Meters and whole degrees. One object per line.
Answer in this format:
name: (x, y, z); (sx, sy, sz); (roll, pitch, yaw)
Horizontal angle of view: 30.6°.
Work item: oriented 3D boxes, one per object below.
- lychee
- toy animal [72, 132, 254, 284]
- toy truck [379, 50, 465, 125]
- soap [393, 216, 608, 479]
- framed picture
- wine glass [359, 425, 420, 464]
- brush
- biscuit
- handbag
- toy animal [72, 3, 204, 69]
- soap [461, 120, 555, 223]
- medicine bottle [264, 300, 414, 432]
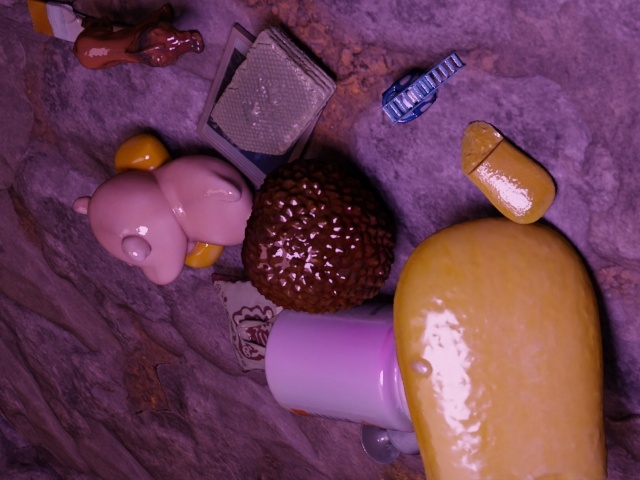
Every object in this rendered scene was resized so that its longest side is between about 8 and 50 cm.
lychee: (0.000, 0.000, 1.904); (0.267, 0.267, 0.267); (27, 139, 26)
toy animal: (-0.284, -0.017, 2.164); (0.345, 0.247, 0.278); (18, 136, 34)
toy truck: (0.149, -0.224, 1.702); (0.136, 0.074, 0.063); (-39, 95, 13)
soap: (0.267, 0.177, 1.746); (0.306, 0.115, 0.427); (-6, 95, 8)
framed picture: (-0.105, -0.212, 1.997); (0.209, 0.019, 0.281); (40, 142, 11)
wine glass: (0.178, 0.340, 2.149); (0.103, 0.103, 0.231); (52, 139, -6)
brush: (-0.416, -0.389, 2.149); (0.336, 0.020, 0.085); (19, 134, 32)
biscuit: (-0.085, -0.224, 1.906); (0.150, 0.052, 0.252); (46, 143, 2)
handbag: (-0.095, 0.158, 2.238); (0.235, 0.127, 0.213); (-3, 103, 37)
toy animal: (-0.323, -0.335, 1.976); (0.312, 0.157, 0.097); (1, 111, 32)
soap: (0.263, -0.097, 1.697); (0.168, 0.033, 0.089); (40, 106, 8)
medicine bottle: (0.111, 0.211, 1.995); (0.388, 0.219, 0.219); (1, 124, 39)
